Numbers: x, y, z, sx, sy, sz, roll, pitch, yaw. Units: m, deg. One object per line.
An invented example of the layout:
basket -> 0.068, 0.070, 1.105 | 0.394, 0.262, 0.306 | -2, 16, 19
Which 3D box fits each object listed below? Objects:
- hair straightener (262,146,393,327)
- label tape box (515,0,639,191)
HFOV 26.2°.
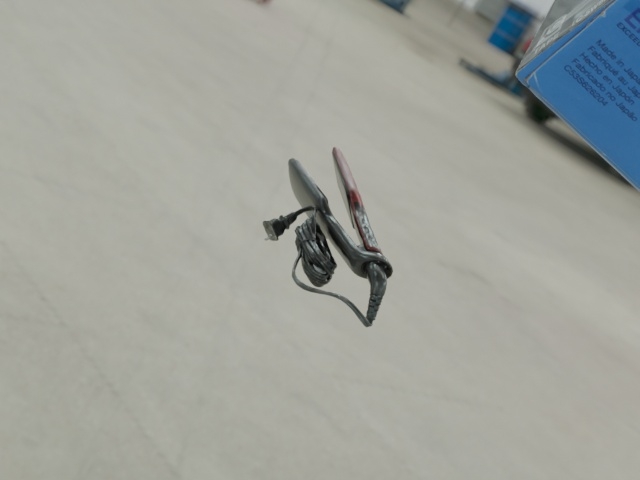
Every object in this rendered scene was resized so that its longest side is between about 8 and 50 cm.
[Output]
hair straightener -> 0.000, 0.000, 1.114 | 0.089, 0.047, 0.230 | -13, 36, -4
label tape box -> 0.289, -0.141, 0.904 | 0.241, 0.106, 0.333 | 41, 45, -10
